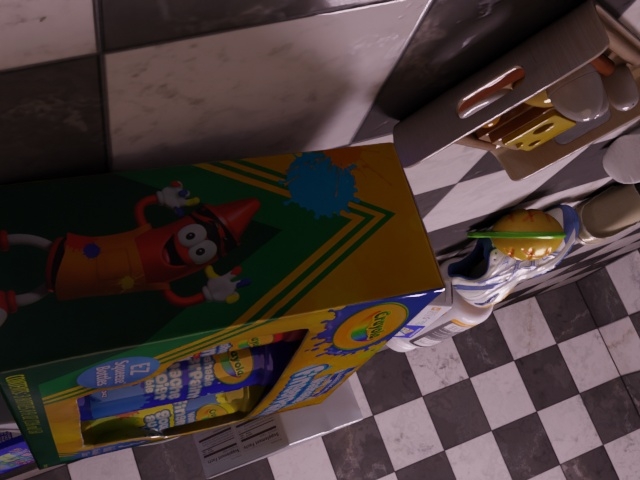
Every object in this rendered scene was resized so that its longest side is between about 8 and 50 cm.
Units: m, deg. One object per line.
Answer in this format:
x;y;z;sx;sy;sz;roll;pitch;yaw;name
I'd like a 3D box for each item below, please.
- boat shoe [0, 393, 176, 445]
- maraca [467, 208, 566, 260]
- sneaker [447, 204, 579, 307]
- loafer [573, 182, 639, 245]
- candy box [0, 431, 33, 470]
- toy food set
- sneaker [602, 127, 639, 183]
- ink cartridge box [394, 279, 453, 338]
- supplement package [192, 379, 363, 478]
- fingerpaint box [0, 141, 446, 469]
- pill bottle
-0.357;0.226;1.046;0.367;0.136;0.156;4;165;-19;boat shoe
0.377;-0.011;1.430;0.185;0.099;0.127;1;178;35;maraca
0.398;0.022;1.542;0.296;0.112;0.131;-43;126;16;sneaker
0.640;-0.075;1.575;0.268;0.102;0.092;-26;167;-21;loafer
-0.456;0.294;1.285;0.317;0.122;0.268;-17;164;-14;candy box
0.240;-0.129;0.790;0.219;0.092;0.306;-31;163;32;toy food set
0.538;-0.161;1.157;0.094;0.080;0.212;-27;169;-31;sneaker
0.080;0.138;1.528;0.307;0.072;0.303;6;162;-6;ink cartridge box
-0.100;0.218;1.229;0.198;0.263;0.199;-31;162;33;supplement package
-0.133;0.095;0.789;0.371;0.163;0.445;-9;158;-21;fingerpaint box
0.262;0.161;1.756;0.162;0.162;0.278;-11;163;-37;pill bottle
